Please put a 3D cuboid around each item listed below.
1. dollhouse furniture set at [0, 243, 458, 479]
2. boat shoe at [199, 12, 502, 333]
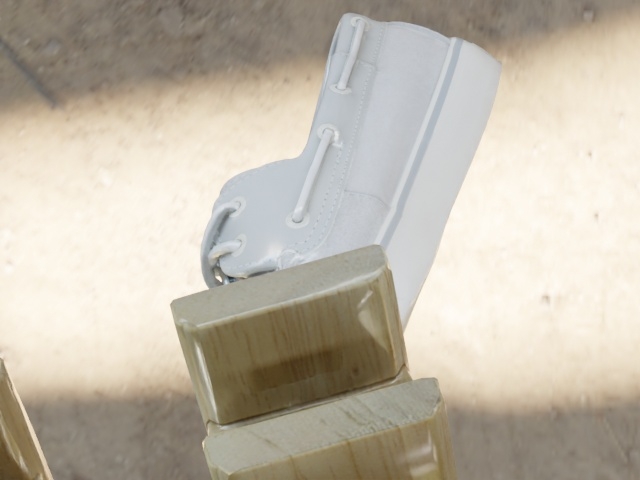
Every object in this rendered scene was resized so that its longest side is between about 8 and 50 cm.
[{"bbox_3d":[0.039,0.127,0.311,0.242,0.212,0.161,-15,131,-3],"label":"dollhouse furniture set"},{"bbox_3d":[0.000,0.000,0.501,0.063,0.184,0.066,22,145,2],"label":"boat shoe"}]
